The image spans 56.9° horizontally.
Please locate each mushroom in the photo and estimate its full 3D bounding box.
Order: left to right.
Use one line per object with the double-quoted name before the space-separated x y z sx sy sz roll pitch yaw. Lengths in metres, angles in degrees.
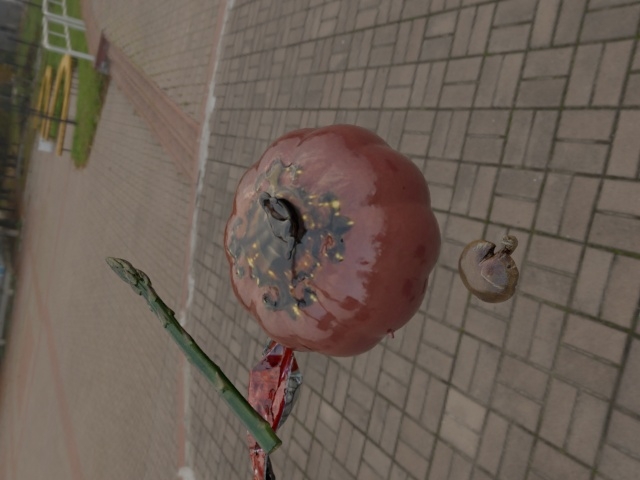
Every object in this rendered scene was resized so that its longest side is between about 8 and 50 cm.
"mushroom" 0.343 0.054 1.190 0.135 0.080 0.171 41 133 26

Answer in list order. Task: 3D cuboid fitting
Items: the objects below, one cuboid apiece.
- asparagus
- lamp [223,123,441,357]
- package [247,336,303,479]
"asparagus" -0.080 0.066 0.368 0.016 0.016 0.163 -42 78 -1
"lamp" 0.000 0.000 0.453 0.182 0.140 0.182 0 91 38
"package" -0.071 0.237 0.778 0.194 0.071 0.270 104 178 -72
